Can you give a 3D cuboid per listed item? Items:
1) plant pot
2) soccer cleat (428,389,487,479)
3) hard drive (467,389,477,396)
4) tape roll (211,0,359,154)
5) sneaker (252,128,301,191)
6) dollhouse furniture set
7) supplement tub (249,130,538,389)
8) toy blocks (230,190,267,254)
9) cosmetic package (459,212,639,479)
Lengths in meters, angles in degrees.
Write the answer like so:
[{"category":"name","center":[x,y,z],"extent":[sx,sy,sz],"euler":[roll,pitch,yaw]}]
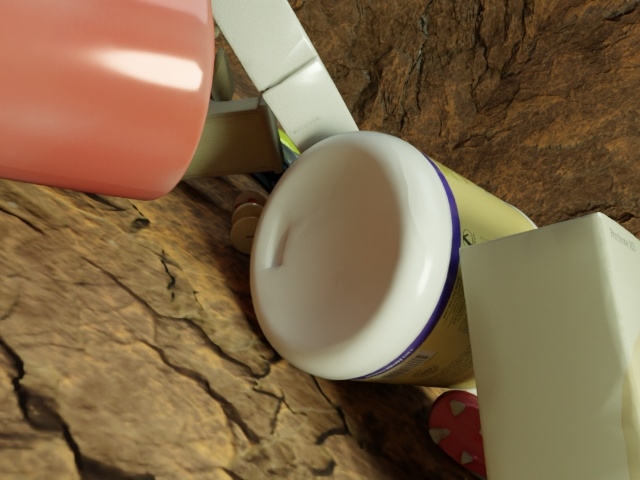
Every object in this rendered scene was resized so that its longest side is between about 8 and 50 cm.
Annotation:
[{"category":"plant pot","center":[-0.263,-0.169,0.460],"extent":[0.243,0.275,0.275],"euler":[-2,38,-41]},{"category":"soccer cleat","center":[0.214,0.241,0.524],"extent":[0.248,0.083,0.095],"euler":[39,13,24]},{"category":"hard drive","center":[0.357,0.172,0.801],"extent":[0.203,0.040,0.307],"euler":[21,28,24]},{"category":"tape roll","center":[-0.059,-0.249,0.669],"extent":[0.392,0.072,0.392],"euler":[58,7,-11]},{"category":"sneaker","center":[-0.033,-0.107,1.010],"extent":[0.300,0.111,0.121],"euler":[29,27,0]},{"category":"dollhouse furniture set","center":[-0.137,-0.206,0.797],"extent":[0.161,0.212,0.242],"euler":[-5,43,6]},{"category":"supplement tub","center":[0.114,0.042,0.601],"extent":[0.331,0.241,0.241],"euler":[18,23,-43]},{"category":"toy blocks","center":[-0.067,-0.019,0.750],"extent":[0.123,0.054,0.148],"euler":[28,17,-18]},{"category":"cosmetic package","center":[0.205,0.154,0.393],"extent":[0.160,0.113,0.309],"euler":[15,66,-45]}]
